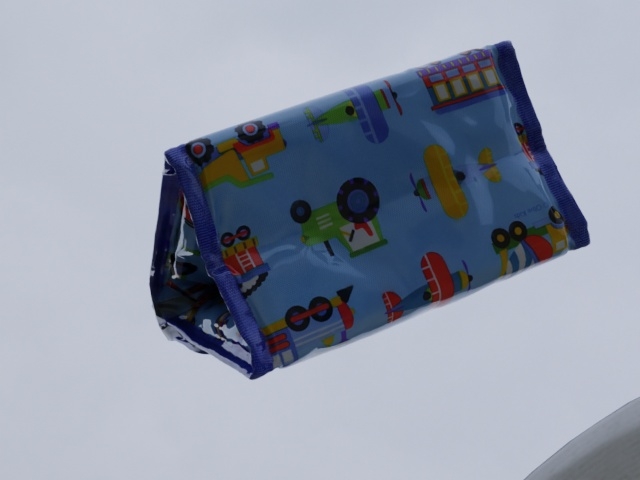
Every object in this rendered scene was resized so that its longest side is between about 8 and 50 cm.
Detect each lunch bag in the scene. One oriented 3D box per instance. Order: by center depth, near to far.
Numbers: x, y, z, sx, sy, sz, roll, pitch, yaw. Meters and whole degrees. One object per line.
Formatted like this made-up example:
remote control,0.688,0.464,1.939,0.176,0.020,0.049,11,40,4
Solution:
lunch bag,0.000,0.000,0.655,0.138,0.221,0.293,69,-18,4

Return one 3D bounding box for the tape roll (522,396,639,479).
tape roll,0.178,0.199,0.208,0.392,0.392,0.072,-9,-32,27
